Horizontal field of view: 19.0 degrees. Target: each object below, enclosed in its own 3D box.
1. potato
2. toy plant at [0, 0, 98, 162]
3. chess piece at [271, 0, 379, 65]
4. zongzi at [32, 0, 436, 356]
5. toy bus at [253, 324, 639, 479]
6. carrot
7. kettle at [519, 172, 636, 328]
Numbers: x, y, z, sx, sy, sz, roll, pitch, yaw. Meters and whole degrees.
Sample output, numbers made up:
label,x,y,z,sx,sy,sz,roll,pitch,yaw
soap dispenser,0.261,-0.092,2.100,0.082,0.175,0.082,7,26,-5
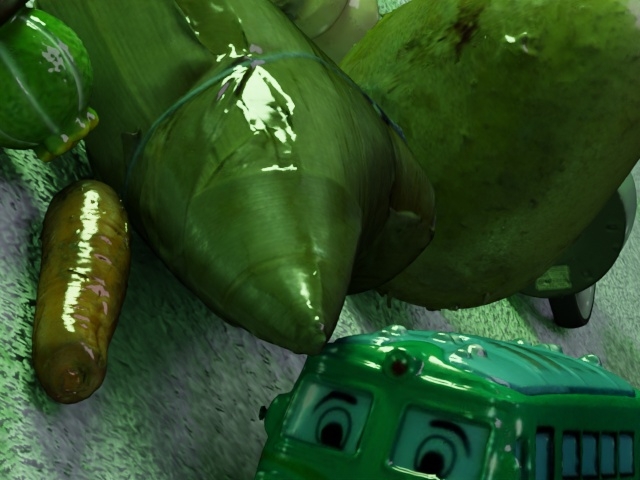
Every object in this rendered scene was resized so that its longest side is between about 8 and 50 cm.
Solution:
label,x,y,z,sx,sy,sz,roll,pitch,yaw
potato,0.148,-0.114,1.629,0.219,0.359,0.269,12,39,-49
toy plant,-0.205,-0.123,1.210,0.162,0.093,0.093,55,19,-12
chess piece,-0.035,-0.245,1.781,0.261,0.143,0.142,42,23,-53
zongzi,0.000,0.000,1.316,0.356,0.174,0.393,36,15,-49
toy bus,0.096,0.161,1.248,0.343,0.183,0.199,11,92,-64
carrot,-0.145,0.031,1.164,0.060,0.060,0.186,44,25,-31
kettle,0.264,-0.011,2.079,0.236,0.161,0.221,-37,120,-73
